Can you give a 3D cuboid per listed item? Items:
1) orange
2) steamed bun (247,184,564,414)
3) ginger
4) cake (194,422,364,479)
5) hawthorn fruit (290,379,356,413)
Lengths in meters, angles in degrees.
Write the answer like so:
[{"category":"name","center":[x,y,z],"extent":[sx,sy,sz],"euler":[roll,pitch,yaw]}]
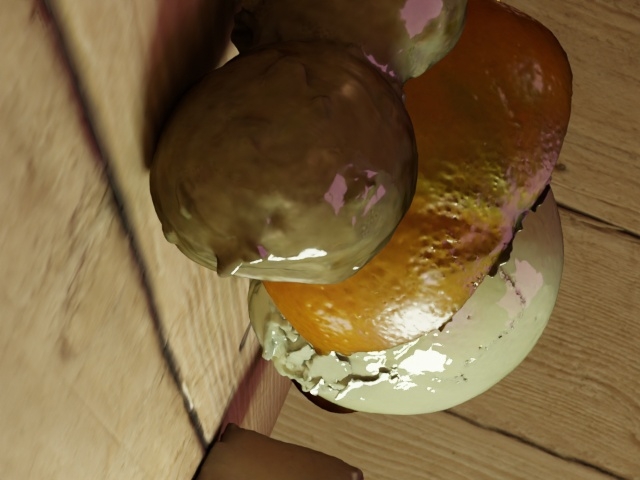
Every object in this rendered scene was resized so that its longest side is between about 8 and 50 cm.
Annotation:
[{"category":"orange","center":[0.072,-0.072,1.190],"extent":[0.310,0.274,0.274],"euler":[-30,163,-17]},{"category":"steamed bun","center":[0.092,0.027,1.413],"extent":[0.233,0.312,0.333],"euler":[-92,-167,-62]},{"category":"ginger","center":[0.002,-0.122,0.830],"extent":[0.244,0.155,0.304],"euler":[18,86,-79]},{"category":"cake","center":[-0.091,0.442,1.993],"extent":[0.237,0.230,0.308],"euler":[-66,176,-55]},{"category":"hawthorn fruit","center":[0.040,0.105,2.142],"extent":[0.300,0.254,0.254],"euler":[76,29,-42]}]
